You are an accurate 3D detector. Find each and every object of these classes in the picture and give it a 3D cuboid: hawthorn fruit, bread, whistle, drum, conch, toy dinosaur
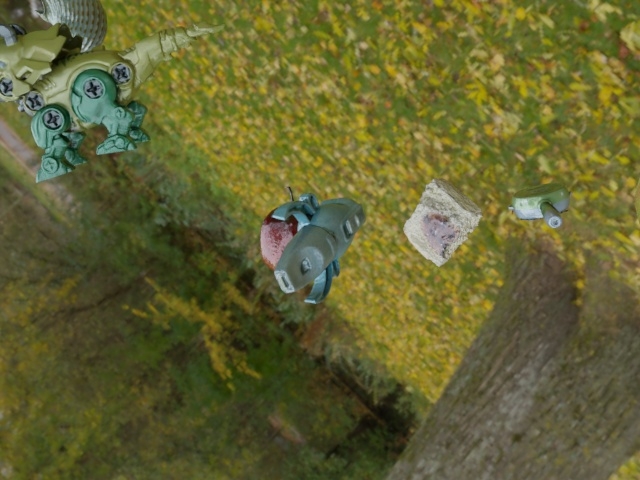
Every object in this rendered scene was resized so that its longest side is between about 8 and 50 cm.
[{"bbox_3d":[-0.060,-0.022,1.651,0.157,0.157,0.193,22,121,57],"label":"hawthorn fruit"},{"bbox_3d":[0.134,-0.022,0.842,0.070,0.035,0.083,48,126,25],"label":"bread"},{"bbox_3d":[0.000,0.000,1.310,0.093,0.274,0.186,-4,117,32],"label":"whistle"},{"bbox_3d":[0.468,-0.070,1.507,0.253,0.130,0.049,-122,16,-77],"label":"drum"},{"bbox_3d":[-0.267,-0.248,0.836,0.057,0.076,0.085,13,176,14],"label":"conch"},{"bbox_3d":[-0.213,-0.150,0.741,0.094,0.259,0.153,-91,-9,-72],"label":"toy dinosaur"}]

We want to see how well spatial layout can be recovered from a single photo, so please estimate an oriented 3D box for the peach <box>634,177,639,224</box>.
[{"bbox_3d":[0.622,-0.044,1.056,0.316,0.281,0.314,27,170,-13],"label":"peach"}]
